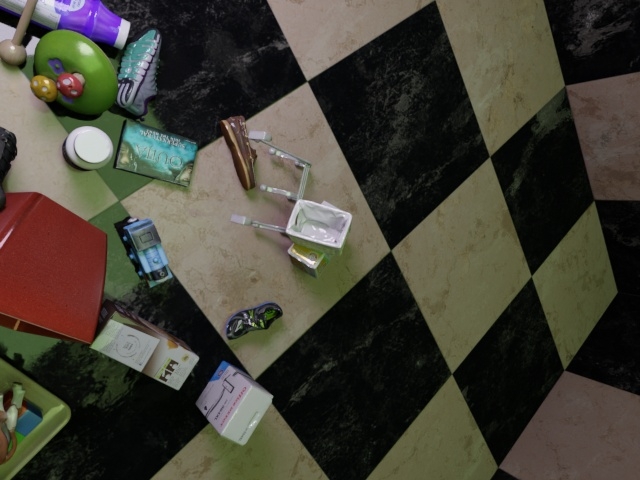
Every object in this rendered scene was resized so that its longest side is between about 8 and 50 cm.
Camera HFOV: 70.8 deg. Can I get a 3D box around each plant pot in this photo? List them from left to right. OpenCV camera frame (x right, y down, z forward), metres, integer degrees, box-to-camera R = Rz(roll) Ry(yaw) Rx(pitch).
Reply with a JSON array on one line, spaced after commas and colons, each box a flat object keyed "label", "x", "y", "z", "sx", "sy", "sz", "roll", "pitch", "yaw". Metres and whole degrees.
[{"label": "plant pot", "x": -0.603, "y": 0.048, "z": 0.914, "sx": 0.267, "sy": 0.267, "sz": 0.236, "roll": 50, "pitch": 47, "yaw": -53}]

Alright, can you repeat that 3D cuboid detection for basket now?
[{"label": "basket", "x": -0.001, "y": -0.031, "z": 1.290, "sx": 0.103, "sy": 0.167, "sz": 0.113, "roll": 77, "pitch": 31, "yaw": -68}]

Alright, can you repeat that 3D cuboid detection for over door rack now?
[{"label": "over door rack", "x": -0.143, "y": -0.149, "z": 1.255, "sx": 0.324, "sy": 0.108, "sz": 0.240, "roll": 13, "pitch": 88, "yaw": -68}]

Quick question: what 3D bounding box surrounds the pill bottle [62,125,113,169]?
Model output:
[{"label": "pill bottle", "x": -0.521, "y": -0.205, "z": 1.010, "sx": 0.094, "sy": 0.169, "sz": 0.094, "roll": -4, "pitch": 97, "yaw": -33}]

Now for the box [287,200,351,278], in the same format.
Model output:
[{"label": "box", "x": 0.000, "y": 0.000, "z": 1.395, "sx": 0.203, "sy": 0.103, "sz": 0.114, "roll": -55, "pitch": 165, "yaw": -17}]

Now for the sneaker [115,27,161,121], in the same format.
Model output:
[{"label": "sneaker", "x": -0.438, "y": -0.412, "z": 1.117, "sx": 0.098, "sy": 0.083, "sz": 0.224, "roll": 49, "pitch": 55, "yaw": -64}]

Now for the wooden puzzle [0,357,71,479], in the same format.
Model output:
[{"label": "wooden puzzle", "x": -0.786, "y": 0.408, "z": 0.958, "sx": 0.322, "sy": 0.080, "sz": 0.348, "roll": -47, "pitch": 118, "yaw": -20}]

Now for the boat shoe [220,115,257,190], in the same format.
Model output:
[{"label": "boat shoe", "x": -0.213, "y": -0.247, "z": 1.269, "sx": 0.073, "sy": 0.073, "sz": 0.207, "roll": -24, "pitch": 108, "yaw": -27}]

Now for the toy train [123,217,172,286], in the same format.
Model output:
[{"label": "toy train", "x": -0.434, "y": 0.030, "z": 1.134, "sx": 0.080, "sy": 0.105, "sz": 0.184, "roll": -26, "pitch": 109, "yaw": -29}]

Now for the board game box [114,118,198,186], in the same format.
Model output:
[{"label": "board game box", "x": -0.419, "y": -0.222, "z": 1.163, "sx": 0.186, "sy": 0.026, "sz": 0.126, "roll": 13, "pitch": 88, "yaw": -34}]

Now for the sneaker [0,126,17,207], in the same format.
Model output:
[{"label": "sneaker", "x": -0.659, "y": -0.171, "z": 0.883, "sx": 0.130, "sy": 0.286, "sz": 0.109, "roll": -20, "pitch": 148, "yaw": -40}]

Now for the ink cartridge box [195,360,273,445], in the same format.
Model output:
[{"label": "ink cartridge box", "x": -0.243, "y": 0.445, "z": 1.250, "sx": 0.086, "sy": 0.203, "sz": 0.148, "roll": 41, "pitch": 73, "yaw": -30}]

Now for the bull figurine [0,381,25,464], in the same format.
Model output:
[{"label": "bull figurine", "x": -0.749, "y": 0.354, "z": 0.868, "sx": 0.310, "sy": 0.101, "sz": 0.189, "roll": 27, "pitch": 80, "yaw": -37}]

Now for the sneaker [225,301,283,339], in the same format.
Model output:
[{"label": "sneaker", "x": -0.195, "y": 0.236, "z": 1.333, "sx": 0.188, "sy": 0.078, "sz": 0.067, "roll": -22, "pitch": 107, "yaw": -29}]

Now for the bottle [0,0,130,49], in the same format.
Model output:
[{"label": "bottle", "x": -0.571, "y": -0.514, "z": 0.983, "sx": 0.282, "sy": 0.092, "sz": 0.118, "roll": 17, "pitch": 68, "yaw": -34}]

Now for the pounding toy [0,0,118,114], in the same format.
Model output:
[{"label": "pounding toy", "x": -0.561, "y": -0.354, "z": 0.946, "sx": 0.237, "sy": 0.183, "sz": 0.110, "roll": 42, "pitch": 36, "yaw": -22}]

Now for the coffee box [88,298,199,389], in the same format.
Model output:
[{"label": "coffee box", "x": -0.448, "y": 0.261, "z": 1.130, "sx": 0.246, "sy": 0.141, "sz": 0.098, "roll": 41, "pitch": 74, "yaw": -31}]
